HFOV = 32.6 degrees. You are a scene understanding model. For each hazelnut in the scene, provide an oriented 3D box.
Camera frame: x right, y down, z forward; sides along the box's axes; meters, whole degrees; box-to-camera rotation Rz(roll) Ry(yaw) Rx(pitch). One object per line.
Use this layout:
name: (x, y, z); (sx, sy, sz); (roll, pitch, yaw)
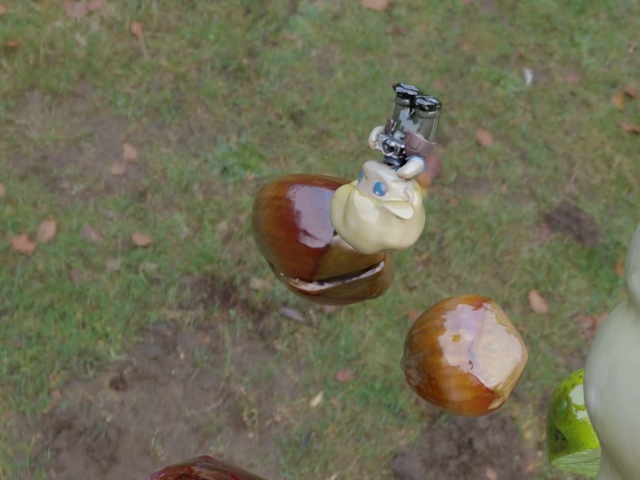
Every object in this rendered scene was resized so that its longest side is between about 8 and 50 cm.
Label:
hazelnut: (0.204, 0.173, 1.550); (0.182, 0.182, 0.182); (7, 53, -9)
hazelnut: (-0.002, 0.002, 1.491); (0.181, 0.212, 0.181); (-15, 44, 8)

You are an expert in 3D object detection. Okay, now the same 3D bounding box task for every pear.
pear: (0.512, 0.313, 1.971); (0.282, 0.286, 0.176); (12, 62, -35)

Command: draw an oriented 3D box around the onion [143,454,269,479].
onion: (-0.217, 0.562, 1.733); (0.398, 0.420, 0.398); (43, 31, -35)

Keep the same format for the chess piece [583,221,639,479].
chess piece: (0.143, 0.149, 0.421); (0.167, 0.299, 0.167); (18, 19, -6)

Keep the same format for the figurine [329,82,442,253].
figurine: (0.082, -0.075, 1.242); (0.114, 0.196, 0.108); (33, 30, 29)
